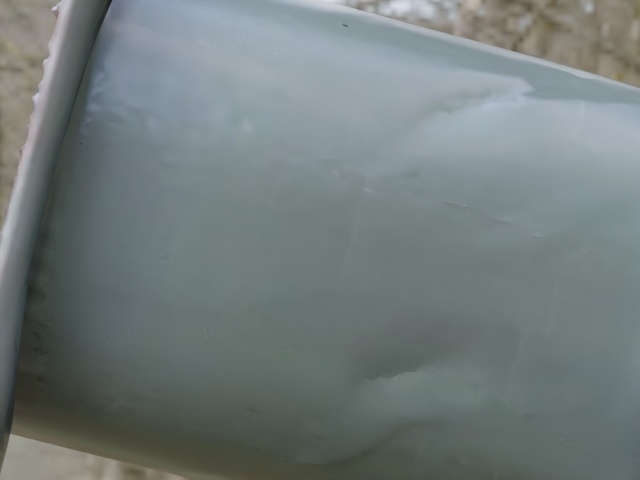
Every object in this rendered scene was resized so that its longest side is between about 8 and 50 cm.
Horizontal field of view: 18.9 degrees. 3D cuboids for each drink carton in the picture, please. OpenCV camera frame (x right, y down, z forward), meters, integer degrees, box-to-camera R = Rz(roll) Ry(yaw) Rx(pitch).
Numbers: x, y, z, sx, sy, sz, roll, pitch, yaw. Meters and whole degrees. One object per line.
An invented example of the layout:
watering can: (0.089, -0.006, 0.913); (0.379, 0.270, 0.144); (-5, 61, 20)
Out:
drink carton: (0.000, 0.000, 0.561); (0.190, 0.185, 0.191); (10, -4, -8)
